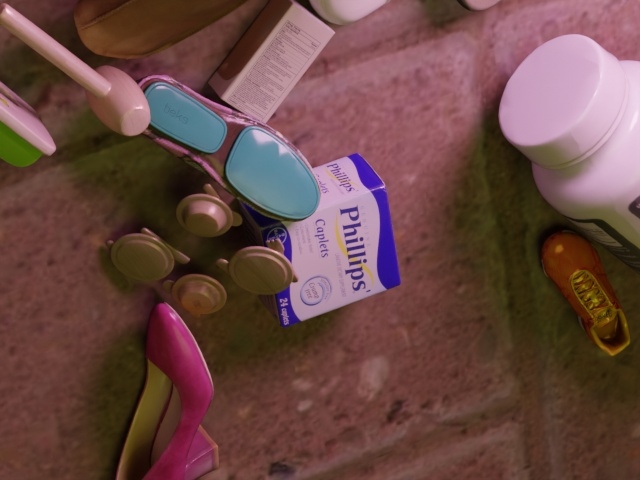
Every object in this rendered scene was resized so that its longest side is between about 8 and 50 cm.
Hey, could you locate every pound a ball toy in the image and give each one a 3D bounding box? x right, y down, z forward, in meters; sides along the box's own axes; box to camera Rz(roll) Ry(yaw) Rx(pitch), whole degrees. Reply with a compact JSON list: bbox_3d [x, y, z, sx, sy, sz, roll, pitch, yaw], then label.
[{"bbox_3d":[-0.329,-0.149,1.661,0.208,0.136,0.319,-46,129,5],"label":"pound a ball toy"}]

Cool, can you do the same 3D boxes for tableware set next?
[{"bbox_3d":[-0.115,0.019,1.887,0.168,0.020,0.141,-25,125,31],"label":"tableware set"}]

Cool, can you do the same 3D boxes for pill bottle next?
[{"bbox_3d":[0.329,-0.075,1.992,0.318,0.176,0.176,34,100,-36],"label":"pill bottle"}]

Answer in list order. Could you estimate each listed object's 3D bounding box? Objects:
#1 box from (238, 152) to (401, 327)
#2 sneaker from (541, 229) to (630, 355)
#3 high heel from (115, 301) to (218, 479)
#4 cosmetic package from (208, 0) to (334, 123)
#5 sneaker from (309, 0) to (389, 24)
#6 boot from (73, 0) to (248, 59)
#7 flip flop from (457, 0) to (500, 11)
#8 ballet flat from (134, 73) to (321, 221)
[{"bbox_3d":[0.000,0.000,1.944,0.137,0.072,0.126,-20,125,-14],"label":"box"},{"bbox_3d":[0.296,0.054,2.120,0.064,0.067,0.175,-38,125,1],"label":"sneaker"},{"bbox_3d":[-0.173,0.172,1.957,0.117,0.082,0.244,-26,139,-22],"label":"high heel"},{"bbox_3d":[-0.047,-0.173,1.839,0.060,0.041,0.115,33,100,-36],"label":"cosmetic package"},{"bbox_3d":[0.105,-0.305,1.786,0.290,0.123,0.106,-48,128,8],"label":"sneaker"},{"bbox_3d":[-0.051,-0.247,1.719,0.269,0.089,0.236,-25,167,33],"label":"boot"},{"bbox_3d":[0.239,-0.320,1.865,0.277,0.080,0.112,-33,127,-5],"label":"flip flop"},{"bbox_3d":[-0.098,-0.090,1.839,0.221,0.079,0.077,30,83,-25],"label":"ballet flat"}]
